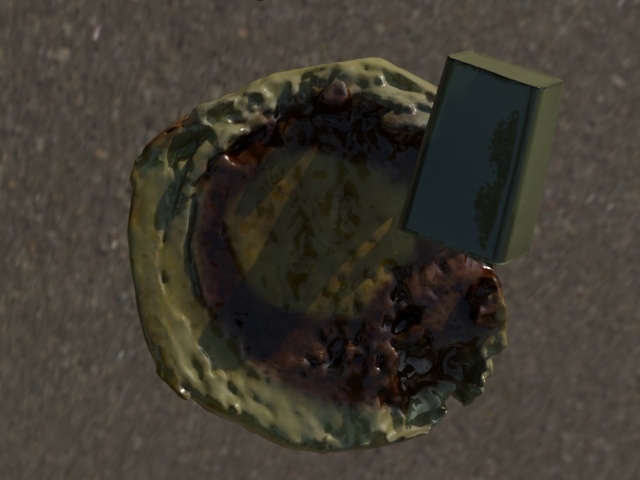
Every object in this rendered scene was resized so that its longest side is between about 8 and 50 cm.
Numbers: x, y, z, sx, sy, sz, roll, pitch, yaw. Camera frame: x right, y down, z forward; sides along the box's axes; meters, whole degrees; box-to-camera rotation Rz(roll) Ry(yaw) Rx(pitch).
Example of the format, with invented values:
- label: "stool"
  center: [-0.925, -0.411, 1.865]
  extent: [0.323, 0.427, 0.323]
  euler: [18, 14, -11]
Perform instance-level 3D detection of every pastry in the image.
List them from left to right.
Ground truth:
- label: "pastry"
  center: [-0.005, 0.008, 1.351]
  extent: [0.236, 0.170, 0.256]
  euler: [-12, 101, 2]

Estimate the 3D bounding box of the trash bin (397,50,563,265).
- label: "trash bin"
  center: [0.082, -0.042, 0.987]
  extent: [0.061, 0.092, 0.043]
  euler: [21, 18, 23]
